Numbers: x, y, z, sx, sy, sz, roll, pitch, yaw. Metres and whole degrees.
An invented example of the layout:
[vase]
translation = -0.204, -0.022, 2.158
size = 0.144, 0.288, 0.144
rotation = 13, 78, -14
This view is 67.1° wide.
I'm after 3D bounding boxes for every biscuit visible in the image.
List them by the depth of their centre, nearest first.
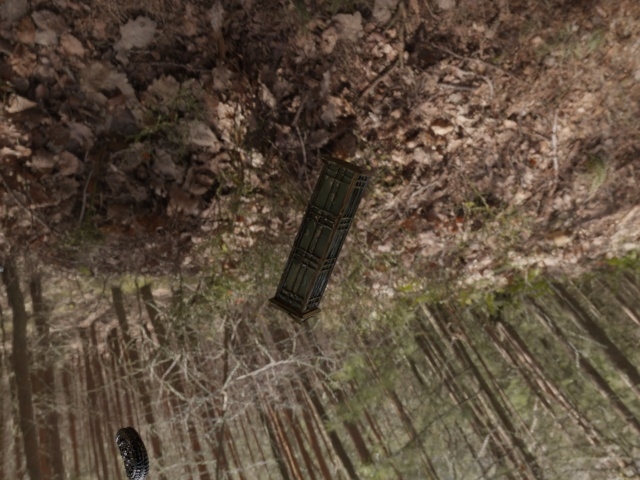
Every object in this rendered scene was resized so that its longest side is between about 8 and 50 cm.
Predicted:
[biscuit]
translation = -0.319, 0.359, 0.815
size = 0.027, 0.089, 0.087
rotation = -9, 100, -46

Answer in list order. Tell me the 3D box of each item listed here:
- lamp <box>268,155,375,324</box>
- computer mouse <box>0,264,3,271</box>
[lamp]
translation = 0.000, 0.000, 0.957
size = 0.090, 0.089, 0.325
rotation = -10, 123, -65
[computer mouse]
translation = -0.510, 0.016, 0.455
size = 0.167, 0.090, 0.379
rotation = -27, 153, 31
